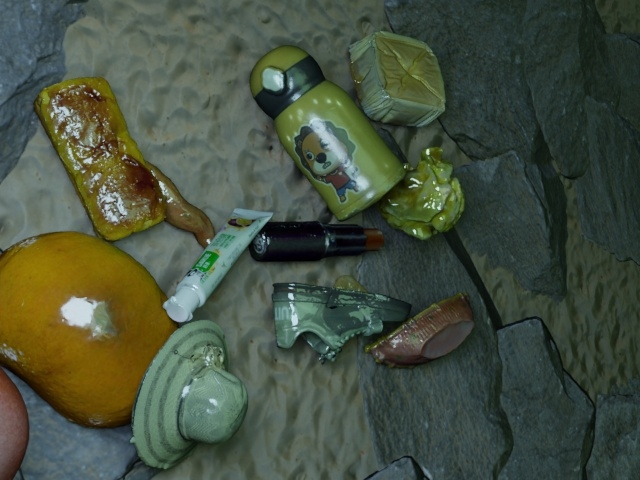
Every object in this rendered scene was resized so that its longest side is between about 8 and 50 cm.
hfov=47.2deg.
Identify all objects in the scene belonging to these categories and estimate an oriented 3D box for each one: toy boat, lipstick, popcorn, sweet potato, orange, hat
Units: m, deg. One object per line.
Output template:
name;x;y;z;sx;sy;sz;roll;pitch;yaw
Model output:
toy boat;0.236;0.194;1.557;0.317;0.099;0.141;-22;119;-37
lipstick;0.000;0.000;1.434;0.299;0.081;0.081;-2;80;-34
popcorn;0.216;-0.097;1.558;0.187;0.185;0.167;51;39;-4
sweet potato;-0.252;-0.056;1.284;0.202;0.058;0.055;49;12;-21
orange;-0.363;0.128;1.133;0.310;0.274;0.274;35;55;12
hat;-0.173;0.256;1.146;0.252;0.109;0.252;-42;138;-52

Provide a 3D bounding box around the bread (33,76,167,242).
bread;-0.354;-0.136;1.203;0.139;0.077;0.271;-25;92;-31

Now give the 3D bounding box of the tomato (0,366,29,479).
tomato;-0.531;0.235;0.866;0.341;0.272;0.342;10;73;-35

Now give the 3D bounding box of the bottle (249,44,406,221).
bottle;-0.002;-0.219;1.434;0.351;0.171;0.171;51;55;-6

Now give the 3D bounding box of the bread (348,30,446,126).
bread;0.170;-0.355;1.631;0.209;0.109;0.192;-1;73;-37

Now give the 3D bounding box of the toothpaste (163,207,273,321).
toothpaste;-0.171;0.029;1.245;0.058;0.056;0.314;42;37;-10

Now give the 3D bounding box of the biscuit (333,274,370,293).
biscuit;0.080;0.131;1.500;0.147;0.018;0.071;45;56;-17

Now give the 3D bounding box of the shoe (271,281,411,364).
shoe;0.037;0.165;1.401;0.292;0.109;0.149;10;82;-24
